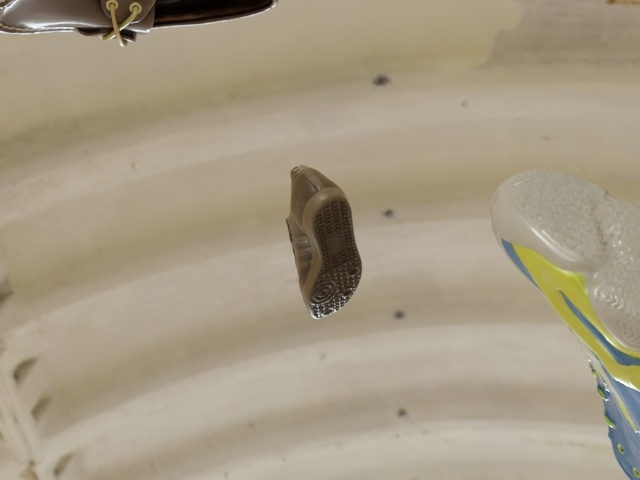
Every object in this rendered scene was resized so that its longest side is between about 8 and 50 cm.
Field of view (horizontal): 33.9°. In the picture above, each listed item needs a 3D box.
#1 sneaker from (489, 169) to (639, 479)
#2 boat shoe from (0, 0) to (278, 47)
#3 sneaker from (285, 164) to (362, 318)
[{"bbox_3d":[0.169,0.073,0.561,0.091,0.240,0.126,-39,-15,-43],"label":"sneaker"},{"bbox_3d":[-0.187,-0.254,1.059,0.324,0.097,0.116,-20,-13,-34],"label":"boat shoe"},{"bbox_3d":[0.000,0.000,1.085,0.066,0.071,0.188,-21,-39,-19],"label":"sneaker"}]
